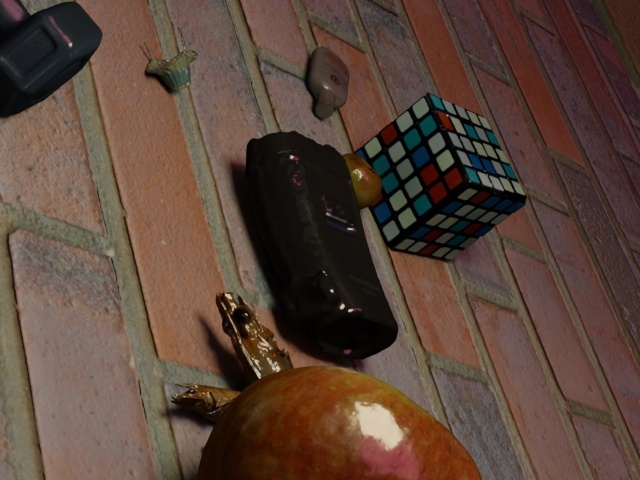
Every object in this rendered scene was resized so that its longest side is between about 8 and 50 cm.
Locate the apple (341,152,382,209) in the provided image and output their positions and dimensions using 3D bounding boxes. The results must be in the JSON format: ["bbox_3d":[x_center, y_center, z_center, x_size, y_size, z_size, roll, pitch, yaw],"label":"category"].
[{"bbox_3d":[0.051,-0.091,2.199,0.089,0.074,0.089,38,28,-25],"label":"apple"}]

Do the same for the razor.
[{"bbox_3d":[-0.003,0.003,1.969,0.189,0.107,0.327,22,41,-45],"label":"razor"}]

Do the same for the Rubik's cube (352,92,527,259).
[{"bbox_3d":[0.188,-0.097,2.297,0.184,0.182,0.187,15,44,-49],"label":"Rubik's cube"}]

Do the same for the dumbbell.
[{"bbox_3d":[-0.411,-0.306,1.688,0.316,0.143,0.156,50,27,-5],"label":"dumbbell"}]

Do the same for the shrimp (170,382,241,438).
[{"bbox_3d":[-0.116,0.212,1.639,0.162,0.045,0.095,23,59,-50],"label":"shrimp"}]

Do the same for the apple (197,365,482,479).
[{"bbox_3d":[0.015,0.284,1.507,0.309,0.277,0.250,32,58,3],"label":"apple"}]

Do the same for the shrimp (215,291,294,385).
[{"bbox_3d":[-0.036,0.180,1.752,0.287,0.063,0.152,59,19,7],"label":"shrimp"}]

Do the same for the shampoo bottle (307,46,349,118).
[{"bbox_3d":[0.012,-0.258,2.376,0.080,0.040,0.165,42,28,-22],"label":"shampoo bottle"}]

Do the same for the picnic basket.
[{"bbox_3d":[-0.212,-0.253,2.017,0.083,0.065,0.083,-33,107,-53],"label":"picnic basket"}]
